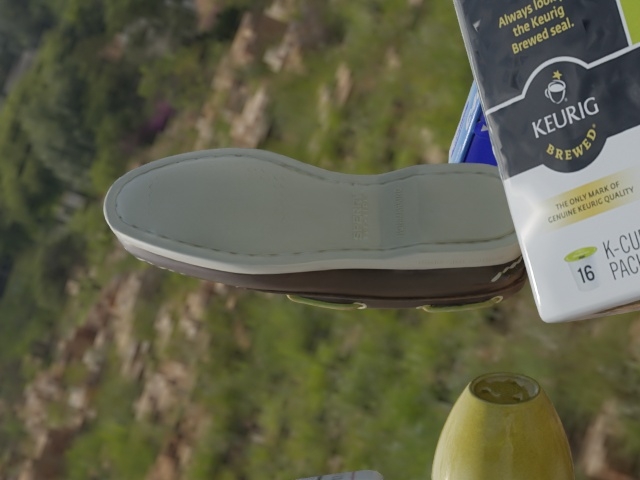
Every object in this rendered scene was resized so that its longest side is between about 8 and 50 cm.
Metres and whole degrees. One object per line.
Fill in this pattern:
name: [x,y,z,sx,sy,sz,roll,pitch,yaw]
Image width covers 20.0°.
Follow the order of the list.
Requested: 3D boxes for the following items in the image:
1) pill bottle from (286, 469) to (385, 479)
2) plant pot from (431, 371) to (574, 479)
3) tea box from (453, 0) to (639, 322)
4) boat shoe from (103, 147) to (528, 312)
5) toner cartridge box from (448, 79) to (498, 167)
pill bottle: [-0.089,0.241,1.148,0.161,0.283,0.161,-8,-90,-85]
plant pot: [0.171,0.179,1.689,0.134,0.134,0.095,-115,22,-66]
tea box: [0.249,-0.160,0.877,0.329,0.220,0.323,-21,81,44]
boat shoe: [0.000,0.000,1.378,0.097,0.324,0.116,86,-174,-53]
toner cartridge box: [0.300,-0.082,1.601,0.075,0.348,0.165,-82,7,-51]
